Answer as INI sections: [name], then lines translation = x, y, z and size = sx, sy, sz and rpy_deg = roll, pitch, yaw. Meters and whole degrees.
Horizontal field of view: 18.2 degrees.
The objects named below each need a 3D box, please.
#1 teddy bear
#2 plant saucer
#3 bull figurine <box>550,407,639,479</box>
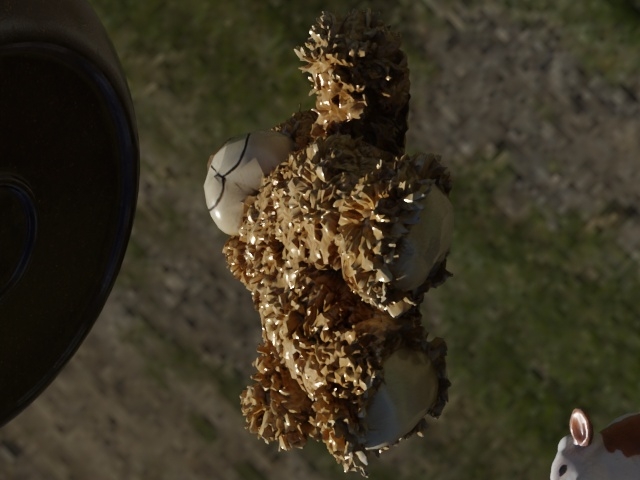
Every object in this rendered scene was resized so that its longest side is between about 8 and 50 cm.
[teddy bear]
translation = 0.000, 0.000, 1.136
size = 0.338, 0.113, 0.245
rpy_deg = -104, 17, -56
[plant saucer]
translation = -0.107, -0.003, 0.585
size = 0.029, 0.168, 0.168
rpy_deg = 22, 146, 31
[bull figurine]
translation = 0.324, 0.178, 1.488
size = 0.188, 0.310, 0.101
rpy_deg = 46, 138, 45
